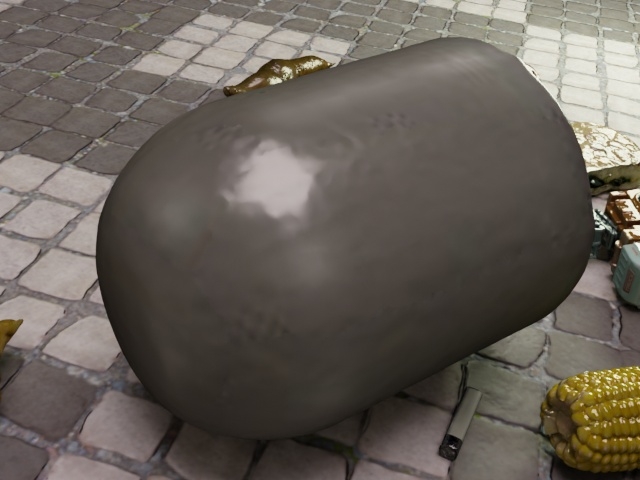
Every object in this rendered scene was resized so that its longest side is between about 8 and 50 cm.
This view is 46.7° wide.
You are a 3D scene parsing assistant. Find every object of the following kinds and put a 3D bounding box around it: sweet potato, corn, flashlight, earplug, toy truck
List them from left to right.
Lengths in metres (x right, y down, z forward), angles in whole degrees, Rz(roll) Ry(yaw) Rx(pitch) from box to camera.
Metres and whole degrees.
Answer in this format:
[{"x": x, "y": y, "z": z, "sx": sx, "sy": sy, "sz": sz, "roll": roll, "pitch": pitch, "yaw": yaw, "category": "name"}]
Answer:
[{"x": -0.068, "y": -0.281, "z": 1.272, "sx": 0.067, "sy": 0.067, "sz": 0.274, "roll": 27, "pitch": 39, "yaw": 26, "category": "sweet potato"}, {"x": 0.000, "y": 0.000, "z": 0.684, "sx": 0.394, "sy": 0.312, "sz": 0.312, "roll": -20, "pitch": 44, "yaw": -30, "category": "earplug"}, {"x": 0.135, "y": 0.175, "z": 0.712, "sx": 0.018, "sy": 0.018, "sz": 0.083, "roll": 20, "pitch": 37, "yaw": 17, "category": "flashlight"}, {"x": 0.388, "y": 0.010, "z": 0.933, "sx": 0.115, "sy": 0.080, "sz": 0.177, "roll": -1, "pitch": 35, "yaw": -2, "category": "toy truck"}, {"x": 0.331, "y": 0.162, "z": 0.700, "sx": 0.244, "sy": 0.093, "sz": 0.093, "roll": -2, "pitch": 37, "yaw": -14, "category": "corn"}]

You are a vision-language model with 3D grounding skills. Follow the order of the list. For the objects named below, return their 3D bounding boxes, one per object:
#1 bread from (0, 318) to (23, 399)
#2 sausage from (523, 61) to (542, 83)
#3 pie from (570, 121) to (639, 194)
[{"x": -0.396, "y": 0.100, "z": 0.525, "sx": 0.248, "sy": 0.279, "sz": 0.315, "roll": 1, "pitch": 48, "yaw": 4, "category": "bread"}, {"x": 0.214, "y": -0.222, "z": 1.162, "sx": 0.280, "sy": 0.152, "sz": 0.152, "roll": 5, "pitch": 36, "yaw": -2, "category": "sausage"}, {"x": 0.405, "y": -0.137, "z": 1.162, "sx": 0.218, "sy": 0.052, "sz": 0.185, "roll": -10, "pitch": 40, "yaw": -19, "category": "pie"}]
